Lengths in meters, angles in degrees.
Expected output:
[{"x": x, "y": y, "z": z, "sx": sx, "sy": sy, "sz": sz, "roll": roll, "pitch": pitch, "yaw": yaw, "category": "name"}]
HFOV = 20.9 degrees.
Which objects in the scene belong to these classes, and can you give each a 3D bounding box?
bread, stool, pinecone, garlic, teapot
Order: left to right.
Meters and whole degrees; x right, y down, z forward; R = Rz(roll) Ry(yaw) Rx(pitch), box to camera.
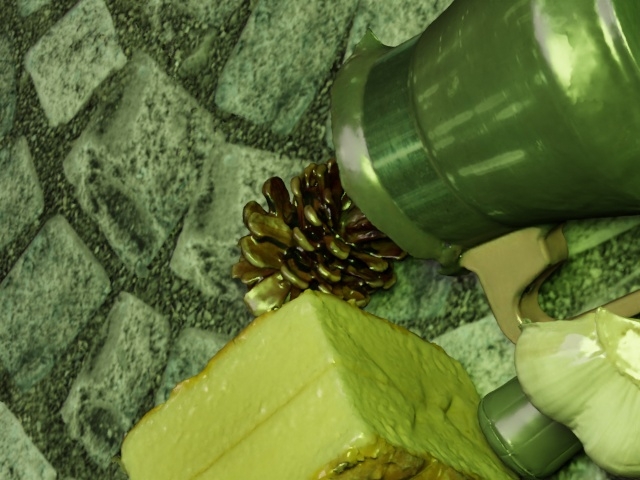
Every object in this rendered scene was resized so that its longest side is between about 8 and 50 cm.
[{"x": 0.001, "y": 0.002, "z": 1.806, "sx": 0.195, "sy": 0.150, "sz": 0.179, "roll": -29, "pitch": 50, "yaw": 26, "category": "pinecone"}, {"x": 0.005, "y": 0.217, "z": 1.625, "sx": 0.279, "sy": 0.279, "sz": 0.207, "roll": -44, "pitch": 48, "yaw": 22, "category": "bread"}, {"x": 0.207, "y": 0.161, "z": 1.599, "sx": 0.110, "sy": 0.096, "sz": 0.096, "roll": -39, "pitch": 51, "yaw": 15, "category": "stool"}, {"x": 0.212, "y": -0.099, "z": 1.604, "sx": 0.362, "sy": 0.306, "sz": 0.376, "roll": -26, "pitch": 86, "yaw": 41, "category": "teapot"}, {"x": 0.282, "y": 0.131, "z": 1.486, "sx": 0.229, "sy": 0.178, "sz": 0.142, "roll": -2, "pitch": 85, "yaw": 6, "category": "garlic"}]
